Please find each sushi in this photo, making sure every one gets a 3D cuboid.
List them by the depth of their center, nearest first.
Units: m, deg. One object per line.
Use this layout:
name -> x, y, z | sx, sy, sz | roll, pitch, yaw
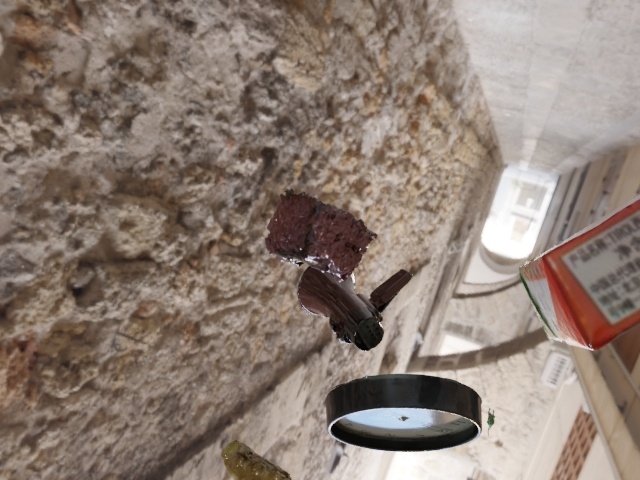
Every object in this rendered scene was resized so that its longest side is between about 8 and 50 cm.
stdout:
sushi -> 0.000, 0.000, 1.356 | 0.236, 0.171, 0.270 | 31, 170, -39

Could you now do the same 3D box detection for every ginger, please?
ginger -> -0.129, 0.518, 1.196 | 0.205, 0.081, 0.115 | 31, 175, 1

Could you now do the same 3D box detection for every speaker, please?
speaker -> 0.114, 0.182, 1.577 | 0.259, 0.198, 0.329 | -15, -157, -23

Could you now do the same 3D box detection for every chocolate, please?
chocolate -> 0.525, 0.022, 0.910 | 0.162, 0.360, 0.341 | 58, -173, 13

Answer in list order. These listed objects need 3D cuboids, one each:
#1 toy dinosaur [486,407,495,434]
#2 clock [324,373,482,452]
toy dinosaur -> 0.455, 0.490, 1.459 | 0.021, 0.083, 0.062 | 3, 179, 21
clock -> 0.200, 0.432, 1.330 | 0.385, 0.386, 0.077 | 14, -127, -14
